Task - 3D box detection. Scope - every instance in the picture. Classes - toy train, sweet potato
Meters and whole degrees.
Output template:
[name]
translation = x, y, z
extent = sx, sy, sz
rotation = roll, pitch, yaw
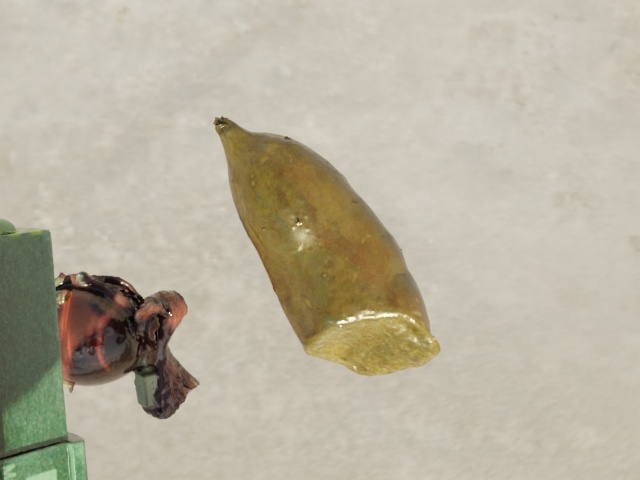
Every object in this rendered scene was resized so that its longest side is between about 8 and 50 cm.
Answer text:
[toy train]
translation = -0.284, 0.121, 1.059
extent = 0.138, 0.178, 0.330
rotation = 2, 97, 42
[sweet potato]
translation = 0.000, 0.000, 1.589
extent = 0.158, 0.158, 0.370
rotation = -32, 81, 24

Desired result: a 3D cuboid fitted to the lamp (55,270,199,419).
[lamp]
translation = -0.297, 0.145, 1.872
extent = 0.223, 0.151, 0.215
rotation = 14, 125, 26
